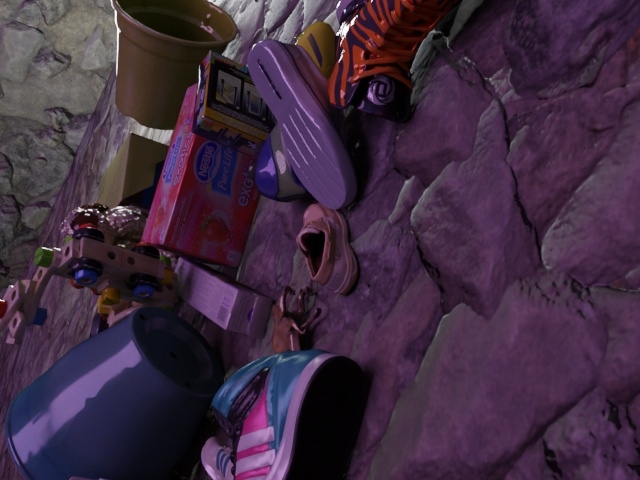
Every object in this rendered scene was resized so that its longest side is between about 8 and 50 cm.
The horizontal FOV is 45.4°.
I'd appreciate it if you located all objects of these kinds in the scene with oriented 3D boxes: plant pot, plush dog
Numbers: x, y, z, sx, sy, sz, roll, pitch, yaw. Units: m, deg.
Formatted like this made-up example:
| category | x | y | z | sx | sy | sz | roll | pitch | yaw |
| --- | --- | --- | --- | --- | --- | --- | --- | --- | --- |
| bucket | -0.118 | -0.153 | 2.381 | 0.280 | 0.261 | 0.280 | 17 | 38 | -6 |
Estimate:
| category | x | y | z | sx | sy | sz | roll | pitch | yaw |
| --- | --- | --- | --- | --- | --- | --- | --- | --- | --- |
| plant pot | -0.353 | -0.402 | 1.730 | 0.276 | 0.276 | 0.254 | -105 | 31 | -48 |
| plush dog | -0.379 | 0.018 | 1.511 | 0.225 | 0.262 | 0.211 | -97 | 27 | -54 |
| plant pot | -0.299 | 0.249 | 1.192 | 0.255 | 0.271 | 0.272 | -46 | 34 | 16 |

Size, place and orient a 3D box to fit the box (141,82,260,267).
| category | x | y | z | sx | sy | sz | roll | pitch | yaw |
| --- | --- | --- | --- | --- | --- | --- | --- | --- | --- |
| box | -0.187 | -0.116 | 1.325 | 0.154 | 0.142 | 0.300 | 3 | 76 | 63 |

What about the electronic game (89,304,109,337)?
| category | x | y | z | sx | sy | sz | roll | pitch | yaw |
| --- | --- | --- | --- | --- | --- | --- | --- | --- | --- |
| electronic game | -0.486 | 0.230 | 1.715 | 0.229 | 0.048 | 0.229 | -170 | 90 | -82 |

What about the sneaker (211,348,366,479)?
| category | x | y | z | sx | sy | sz | roll | pitch | yaw |
| --- | --- | --- | --- | --- | --- | --- | --- | --- | --- |
| sneaker | -0.069 | 0.255 | 0.881 | 0.178 | 0.124 | 0.295 | 9 | 74 | 58 |

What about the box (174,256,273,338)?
| category | x | y | z | sx | sy | sz | roll | pitch | yaw |
| --- | --- | --- | --- | --- | --- | --- | --- | --- | --- |
| box | -0.170 | 0.088 | 1.250 | 0.324 | 0.063 | 0.067 | 15 | 86 | 63 |

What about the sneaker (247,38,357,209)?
| category | x | y | z | sx | sy | sz | roll | pitch | yaw |
| --- | --- | --- | --- | --- | --- | --- | --- | --- | --- |
| sneaker | -0.003 | -0.166 | 1.033 | 0.094 | 0.091 | 0.258 | -38 | 73 | 51 |

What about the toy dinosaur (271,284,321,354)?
| category | x | y | z | sx | sy | sz | roll | pitch | yaw |
| --- | --- | --- | --- | --- | --- | --- | --- | --- | --- |
| toy dinosaur | -0.045 | 0.105 | 1.017 | 0.093 | 0.053 | 0.183 | -64 | 28 | 17 |

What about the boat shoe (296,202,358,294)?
| category | x | y | z | sx | sy | sz | roll | pitch | yaw |
| --- | --- | --- | --- | --- | --- | --- | --- | --- | --- |
| boat shoe | 0.000 | 0.000 | 0.990 | 0.063 | 0.059 | 0.170 | -58 | 30 | 24 |

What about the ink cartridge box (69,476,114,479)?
| category | x | y | z | sx | sy | sz | roll | pitch | yaw |
| --- | --- | --- | --- | --- | --- | --- | --- | --- | --- |
| ink cartridge box | -0.259 | 0.401 | 1.066 | 0.067 | 0.198 | 0.115 | -21 | 55 | 57 |

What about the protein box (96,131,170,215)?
| category | x | y | z | sx | sy | sz | roll | pitch | yaw |
| --- | --- | --- | --- | --- | --- | --- | --- | --- | --- |
| protein box | -0.420 | -0.096 | 1.756 | 0.201 | 0.136 | 0.200 | -43 | 39 | 42 |

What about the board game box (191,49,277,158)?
| category | x | y | z | sx | sy | sz | roll | pitch | yaw |
| --- | --- | --- | --- | --- | --- | --- | --- | --- | --- |
| board game box | -0.114 | -0.205 | 1.214 | 0.048 | 0.170 | 0.141 | -37 | 42 | 45 |

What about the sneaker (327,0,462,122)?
| category | x | y | z | sx | sy | sz | roll | pitch | yaw |
| --- | --- | --- | --- | --- | --- | --- | --- | --- | --- |
| sneaker | 0.104 | -0.240 | 0.909 | 0.321 | 0.124 | 0.180 | 156 | 124 | -69 |

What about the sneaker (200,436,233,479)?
| category | x | y | z | sx | sy | sz | roll | pitch | yaw |
| --- | --- | --- | --- | --- | --- | --- | --- | --- | --- |
| sneaker | -0.109 | 0.304 | 1.021 | 0.075 | 0.057 | 0.161 | -49 | 29 | 5 |

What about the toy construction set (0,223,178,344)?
| category | x | y | z | sx | sy | sz | roll | pitch | yaw |
| --- | --- | --- | --- | --- | --- | --- | --- | --- | --- |
| toy construction set | -0.371 | 0.081 | 1.258 | 0.215 | 0.327 | 0.151 | -31 | 67 | 37 |

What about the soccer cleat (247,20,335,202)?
| category | x | y | z | sx | sy | sz | roll | pitch | yaw |
| --- | --- | --- | --- | --- | --- | --- | --- | --- | --- |
| soccer cleat | -0.012 | -0.190 | 1.137 | 0.121 | 0.093 | 0.289 | 10 | 75 | 32 |
